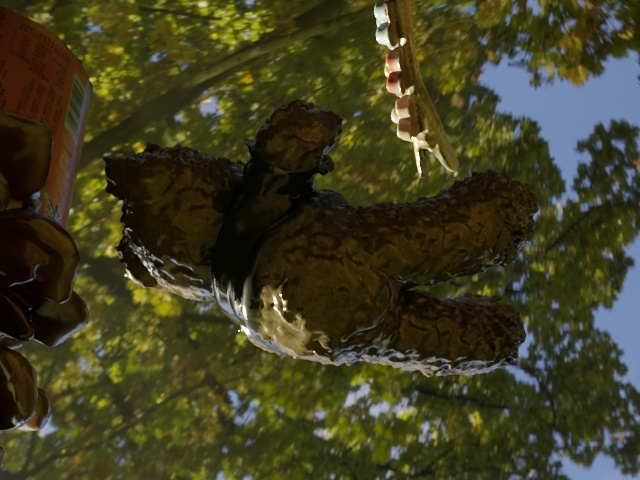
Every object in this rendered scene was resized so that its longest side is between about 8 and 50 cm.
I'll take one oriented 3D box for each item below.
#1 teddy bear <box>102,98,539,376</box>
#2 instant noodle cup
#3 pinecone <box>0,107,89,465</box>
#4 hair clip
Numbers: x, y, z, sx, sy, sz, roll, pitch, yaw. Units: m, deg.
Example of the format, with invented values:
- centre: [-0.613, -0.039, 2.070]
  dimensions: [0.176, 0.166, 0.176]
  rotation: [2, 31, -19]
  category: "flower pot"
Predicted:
- centre: [-0.001, 0.010, 0.588]
  dimensions: [0.251, 0.129, 0.182]
  rotation: [11, -60, 5]
  category: "teddy bear"
- centre: [-0.291, -0.070, 0.847]
  dimensions: [0.230, 0.182, 0.230]
  rotation: [7, -32, 5]
  category: "instant noodle cup"
- centre: [-0.331, 0.040, 0.554]
  dimensions: [0.384, 0.384, 0.384]
  rotation: [3, -75, 11]
  category: "pinecone"
- centre: [0.085, -0.157, 1.036]
  dimensions: [0.056, 0.062, 0.214]
  rotation: [-5, -60, 28]
  category: "hair clip"
